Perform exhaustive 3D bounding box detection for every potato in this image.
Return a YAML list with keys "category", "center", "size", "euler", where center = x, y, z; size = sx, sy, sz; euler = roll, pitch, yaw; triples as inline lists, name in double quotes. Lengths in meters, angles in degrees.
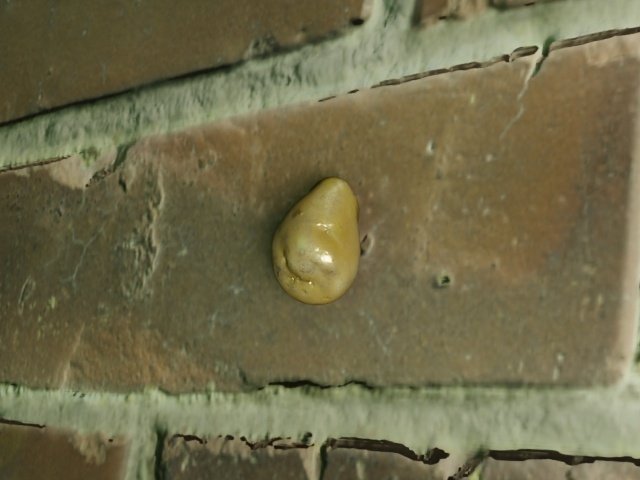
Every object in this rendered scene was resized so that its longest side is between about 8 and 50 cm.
- category: "potato"
  center: [0.000, 0.000, 1.021]
  size: [0.068, 0.062, 0.083]
  euler: [10, 63, 38]
